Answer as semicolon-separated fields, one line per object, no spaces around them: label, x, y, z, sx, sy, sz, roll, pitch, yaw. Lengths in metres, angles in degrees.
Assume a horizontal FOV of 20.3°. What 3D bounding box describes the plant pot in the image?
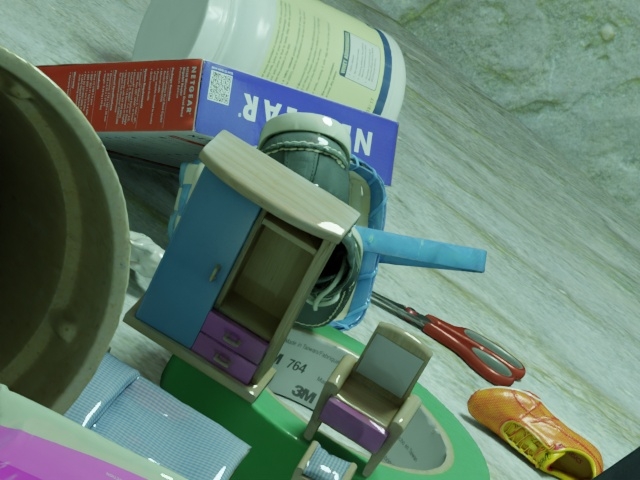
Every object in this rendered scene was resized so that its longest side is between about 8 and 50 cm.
plant pot;-0.340;-0.023;1.302;0.333;0.334;0.305;23;7;-27

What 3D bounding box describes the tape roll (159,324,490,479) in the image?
tape roll;0.006;0.175;1.691;0.321;0.077;0.321;29;16;-9

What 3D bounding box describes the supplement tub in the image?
supplement tub;-0.071;-0.233;2.462;0.324;0.235;0.235;22;19;-30

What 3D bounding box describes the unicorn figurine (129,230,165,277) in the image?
unicorn figurine;-0.183;0.021;1.830;0.111;0.060;0.162;20;20;-32

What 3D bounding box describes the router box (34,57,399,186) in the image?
router box;-0.128;-0.131;2.084;0.301;0.082;0.335;3;-7;42

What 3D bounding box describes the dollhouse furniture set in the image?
dollhouse furniture set;-0.076;0.106;1.401;0.286;0.198;0.303;31;35;6

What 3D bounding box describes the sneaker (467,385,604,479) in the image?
sneaker;0.245;0.220;2.015;0.175;0.064;0.067;29;26;0

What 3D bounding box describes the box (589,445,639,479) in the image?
box;0.376;0.309;1.013;0.297;0.480;0.472;38;22;-39

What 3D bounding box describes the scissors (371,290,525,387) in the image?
scissors;0.127;0.099;2.240;0.297;0.021;0.109;31;19;2

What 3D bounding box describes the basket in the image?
basket;0.000;0.000;1.901;0.289;0.201;0.254;0;-8;43

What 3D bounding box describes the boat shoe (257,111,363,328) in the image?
boat shoe;-0.019;0.010;1.639;0.116;0.319;0.099;3;58;1

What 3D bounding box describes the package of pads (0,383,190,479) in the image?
package of pads;-0.141;0.250;0.987;0.229;0.101;0.296;28;43;-4
